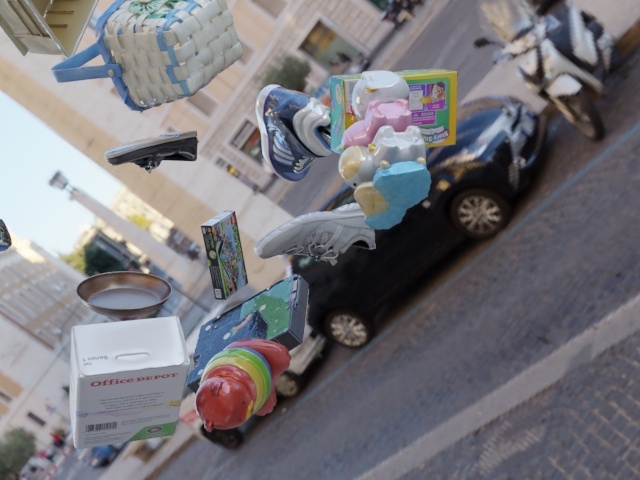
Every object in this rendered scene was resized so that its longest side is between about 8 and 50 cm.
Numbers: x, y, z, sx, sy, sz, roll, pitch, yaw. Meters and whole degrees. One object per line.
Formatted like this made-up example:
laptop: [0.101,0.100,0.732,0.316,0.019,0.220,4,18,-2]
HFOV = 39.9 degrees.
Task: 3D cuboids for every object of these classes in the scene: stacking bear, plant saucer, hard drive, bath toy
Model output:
stacking bear: [-0.184,0.318,1.888,0.289,0.164,0.175,-38,-32,-79]
plant saucer: [-0.409,0.117,1.839,0.198,0.198,0.036,-74,-11,-69]
hard drive: [-0.183,0.242,2.261,0.339,0.064,0.237,-31,29,22]
bath toy: [0.104,-0.172,1.561,0.348,0.151,0.129,-92,1,-51]

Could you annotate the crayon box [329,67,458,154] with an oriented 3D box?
crayon box: [0.162,-0.284,1.932,0.081,0.278,0.165,-143,48,-62]

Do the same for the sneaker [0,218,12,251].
sneaker: [-0.881,-0.007,2.023,0.147,0.330,0.130,-60,40,32]

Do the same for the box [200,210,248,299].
box: [-0.247,0.038,2.282,0.036,0.207,0.114,2,23,29]

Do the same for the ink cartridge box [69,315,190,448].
ink cartridge box: [-0.373,0.275,1.692,0.278,0.201,0.117,109,149,-48]

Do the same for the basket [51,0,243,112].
basket: [-0.305,-0.352,1.581,0.289,0.201,0.255,-2,33,32]

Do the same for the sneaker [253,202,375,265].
sneaker: [0.000,0.000,1.825,0.281,0.115,0.105,-16,-4,-23]

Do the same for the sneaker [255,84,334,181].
sneaker: [-0.023,-0.224,2.148,0.130,0.236,0.323,-46,-34,-22]

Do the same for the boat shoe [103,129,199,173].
boat shoe: [-0.301,-0.155,1.606,0.075,0.065,0.206,4,18,39]

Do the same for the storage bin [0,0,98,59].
storage bin: [-0.584,-0.563,1.839,0.260,0.123,0.262,66,-146,-57]
